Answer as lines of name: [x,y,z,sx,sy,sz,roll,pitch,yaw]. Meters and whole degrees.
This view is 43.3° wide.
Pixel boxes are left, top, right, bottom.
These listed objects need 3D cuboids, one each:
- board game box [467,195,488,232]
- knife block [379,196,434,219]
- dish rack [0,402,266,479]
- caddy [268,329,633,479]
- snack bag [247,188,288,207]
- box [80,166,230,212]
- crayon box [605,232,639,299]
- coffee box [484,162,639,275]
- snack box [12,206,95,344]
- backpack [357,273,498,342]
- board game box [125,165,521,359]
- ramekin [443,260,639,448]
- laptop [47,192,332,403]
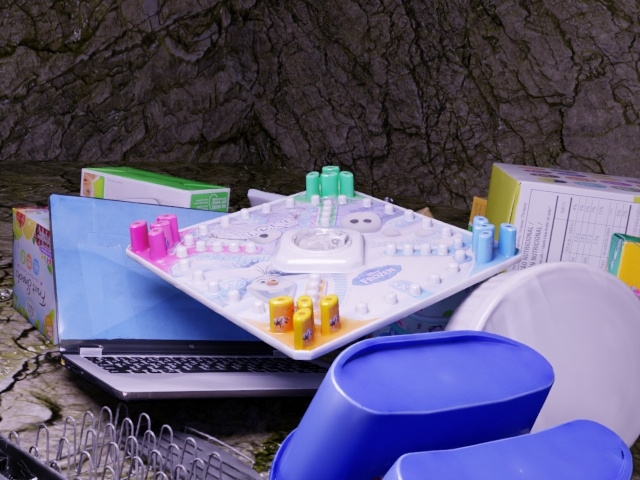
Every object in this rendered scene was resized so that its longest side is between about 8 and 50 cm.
board game box: [0.458,0.025,1.845,0.317,0.242,0.064,-2,15,-37]
knife block: [0.144,0.052,1.354,0.088,0.275,0.242,-24,11,30]
dish rack: [-0.194,0.225,0.799,0.208,0.074,0.271,17,14,37]
caddy: [0.119,0.225,0.759,0.341,0.179,0.241,0,37,-34]
snack bag: [0.016,0.000,1.712,0.323,0.037,0.342,12,-26,17]
box: [-0.312,-0.004,1.490,0.262,0.231,0.127,14,12,29]
crayon box: [0.486,0.139,1.161,0.165,0.278,0.081,9,10,7]
coffee box: [0.448,0.063,1.372,0.334,0.338,0.337,7,11,4]
snack box: [-0.427,0.050,1.282,0.070,0.174,0.207,-5,17,-36]
backpack: [0.168,0.120,1.176,0.225,0.191,0.253,-4,49,-9]
board game box: [0.000,0.000,1.081,0.390,0.050,0.390,-20,30,-36]
ramekin: [0.272,0.156,1.009,0.273,0.272,0.127,4,0,-19]
laptop: [-0.149,0.068,1.120,0.382,0.236,0.408,5,0,-32]
